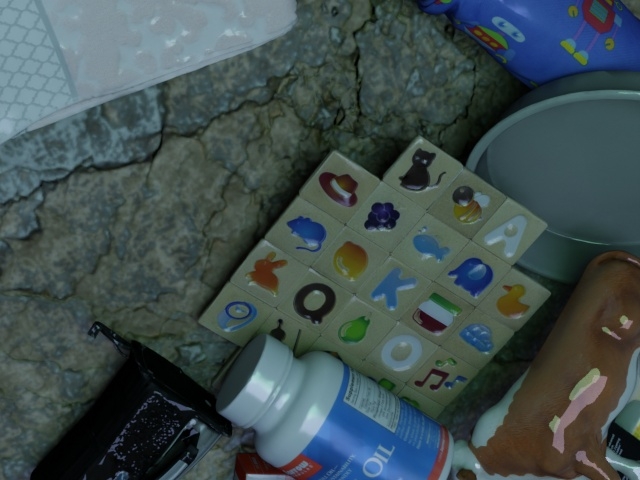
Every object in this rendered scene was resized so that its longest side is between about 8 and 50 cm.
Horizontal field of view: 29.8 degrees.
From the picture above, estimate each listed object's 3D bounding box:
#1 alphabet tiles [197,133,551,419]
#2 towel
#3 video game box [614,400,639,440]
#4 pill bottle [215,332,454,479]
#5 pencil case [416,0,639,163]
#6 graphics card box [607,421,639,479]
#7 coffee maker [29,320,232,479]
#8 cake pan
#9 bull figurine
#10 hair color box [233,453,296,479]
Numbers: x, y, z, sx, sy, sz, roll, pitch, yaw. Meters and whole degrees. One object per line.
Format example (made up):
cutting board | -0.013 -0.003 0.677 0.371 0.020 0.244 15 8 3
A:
alphabet tiles | 0.056 0.065 1.212 0.285 0.011 0.342 31 111 -22
towel | -0.194 -0.260 0.966 0.317 0.053 0.332 -25 130 -11
video game box | 0.463 0.160 1.378 0.187 0.048 0.205 22 101 -23
pill bottle | 0.012 0.187 1.190 0.221 0.124 0.124 32 97 -13
pencil case | 0.222 -0.195 1.154 0.306 0.133 0.119 33 55 -23
graphics card box | 0.347 0.361 1.339 0.371 0.094 0.232 34 73 -19
coffee maker | -0.205 0.196 1.182 0.171 0.120 0.178 41 93 2
cake pan | 0.286 -0.057 1.168 0.293 0.054 0.293 9 144 7
bull figurine | 0.265 0.166 1.197 0.188 0.101 0.310 31 93 1
hair color box | -0.009 0.280 1.284 0.167 0.053 0.093 3 106 -18
